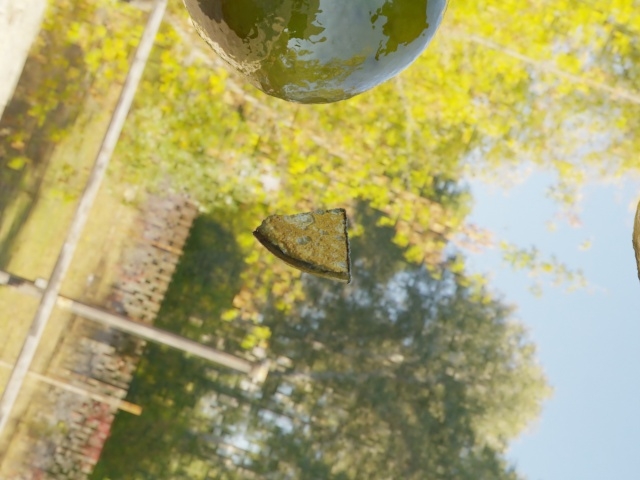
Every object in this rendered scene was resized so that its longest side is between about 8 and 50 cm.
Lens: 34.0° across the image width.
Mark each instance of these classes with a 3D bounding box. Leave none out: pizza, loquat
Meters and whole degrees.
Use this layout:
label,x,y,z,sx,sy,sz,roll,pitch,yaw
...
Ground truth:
label,x,y,z,sx,sy,sz,roll,pitch,yaw
pizza,0.000,0.000,1.081,0.108,0.123,0.026,-40,150,-42
loquat,-0.003,-0.199,0.830,0.246,0.213,0.213,90,16,-60

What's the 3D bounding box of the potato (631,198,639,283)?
label,x,y,z,sx,sy,sz,roll,pitch,yaw
potato,0.357,0.021,0.846,0.195,0.176,0.369,-47,-179,7
